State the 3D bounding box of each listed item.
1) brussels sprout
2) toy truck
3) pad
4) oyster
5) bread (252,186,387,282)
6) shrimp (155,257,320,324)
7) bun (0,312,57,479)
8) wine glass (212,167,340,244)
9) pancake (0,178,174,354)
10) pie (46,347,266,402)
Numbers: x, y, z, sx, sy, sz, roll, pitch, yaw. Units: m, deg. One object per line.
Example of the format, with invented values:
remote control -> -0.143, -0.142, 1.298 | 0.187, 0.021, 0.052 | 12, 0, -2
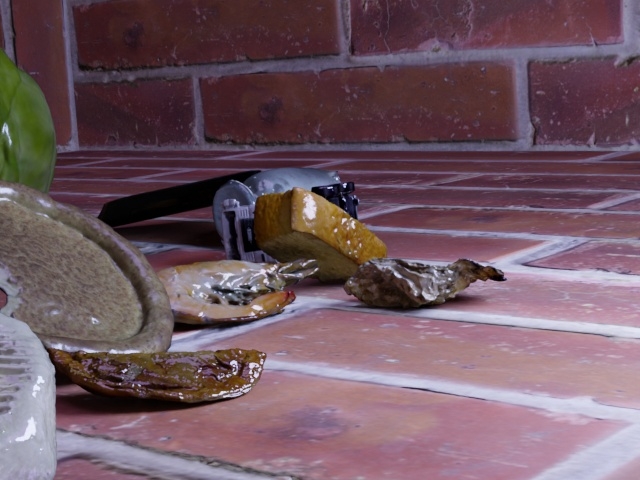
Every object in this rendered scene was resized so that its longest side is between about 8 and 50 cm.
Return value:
brussels sprout -> -0.599, -0.151, 1.903 | 0.342, 0.361, 0.425 | 4, 10, 20
toy truck -> -0.036, -0.021, 1.713 | 0.124, 0.101, 0.242 | -3, 5, 33
pad -> -0.200, -0.043, 2.011 | 0.314, 0.063, 0.375 | -14, -3, -14
oyster -> 0.113, 0.044, 1.361 | 0.177, 0.056, 0.105 | -2, 2, 2
bread -> 0.000, 0.000, 1.479 | 0.103, 0.065, 0.187 | -7, -25, 31
shrimp -> -0.089, 0.055, 1.379 | 0.236, 0.053, 0.133 | -6, 14, -36
bun -> -0.273, 0.117, 0.765 | 0.231, 0.133, 0.231 | 18, 19, -7
wine glass -> -0.060, -0.053, 1.877 | 0.204, 0.111, 0.111 | -14, 13, -43
pancake -> -0.275, 0.026, 1.196 | 0.286, 0.033, 0.288 | 14, 28, -33
pie -> -0.140, 0.117, 1.052 | 0.191, 0.033, 0.088 | 2, 16, -4
